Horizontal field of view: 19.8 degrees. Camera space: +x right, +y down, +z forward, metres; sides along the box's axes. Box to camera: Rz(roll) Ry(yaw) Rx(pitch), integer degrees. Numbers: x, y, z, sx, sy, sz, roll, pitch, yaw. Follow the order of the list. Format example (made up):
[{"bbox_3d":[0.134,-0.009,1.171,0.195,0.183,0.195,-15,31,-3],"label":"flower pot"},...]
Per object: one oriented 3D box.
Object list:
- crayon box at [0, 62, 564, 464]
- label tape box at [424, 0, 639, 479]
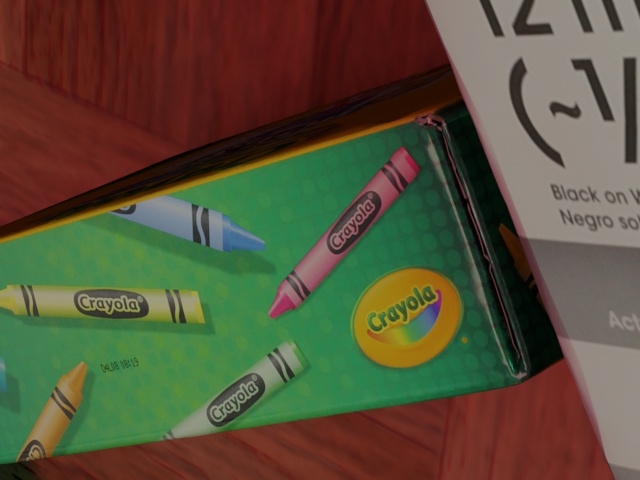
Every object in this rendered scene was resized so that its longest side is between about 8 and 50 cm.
[{"bbox_3d":[0.000,0.000,0.631,0.278,0.165,0.081,-14,99,45],"label":"crayon box"},{"bbox_3d":[0.121,-0.092,0.311,0.249,0.115,0.348,3,125,50],"label":"label tape box"}]
